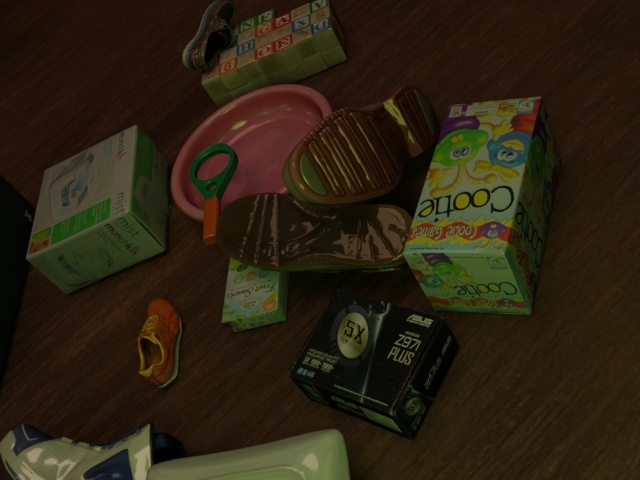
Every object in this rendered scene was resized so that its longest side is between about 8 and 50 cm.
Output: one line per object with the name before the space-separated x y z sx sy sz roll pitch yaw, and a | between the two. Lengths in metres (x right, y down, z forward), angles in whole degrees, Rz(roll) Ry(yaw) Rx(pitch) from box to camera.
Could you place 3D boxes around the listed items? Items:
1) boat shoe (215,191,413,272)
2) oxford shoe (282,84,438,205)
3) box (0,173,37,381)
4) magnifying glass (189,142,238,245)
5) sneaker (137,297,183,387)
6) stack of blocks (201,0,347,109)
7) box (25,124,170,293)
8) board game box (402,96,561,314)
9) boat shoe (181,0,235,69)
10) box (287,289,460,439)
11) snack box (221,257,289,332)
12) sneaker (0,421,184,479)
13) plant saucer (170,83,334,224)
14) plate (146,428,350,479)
boat shoe | 0.000 0.000 1.199 0.342 0.123 0.123 1 75 26
oxford shoe | 0.049 -0.130 1.202 0.146 0.140 0.397 -22 5 38
box | -0.859 0.105 1.496 0.472 0.297 0.480 -19 45 13
magnifying glass | -0.186 -0.084 1.330 0.092 0.026 0.231 -20 44 15
sneaker | -0.265 0.155 1.256 0.064 0.067 0.175 -27 42 10
stack of blocks | -0.100 -0.405 1.629 0.297 0.087 0.171 -19 45 16
box | -0.422 -0.061 1.498 0.231 0.127 0.262 -23 44 15
board game box | 0.234 -0.051 1.081 0.144 0.142 0.275 -1 53 31
boat shoe | -0.218 -0.431 1.618 0.066 0.066 0.183 14 71 33
box | 0.072 0.162 1.040 0.180 0.077 0.147 14 60 38
snack box | -0.103 0.074 1.250 0.100 0.037 0.141 -16 47 20
sneaker | -0.294 0.332 1.092 0.315 0.127 0.182 25 64 35
plant saucer | -0.114 -0.146 1.416 0.332 0.084 0.332 -16 47 18
plate | -0.088 0.381 0.904 0.278 0.045 0.277 -15 65 16
